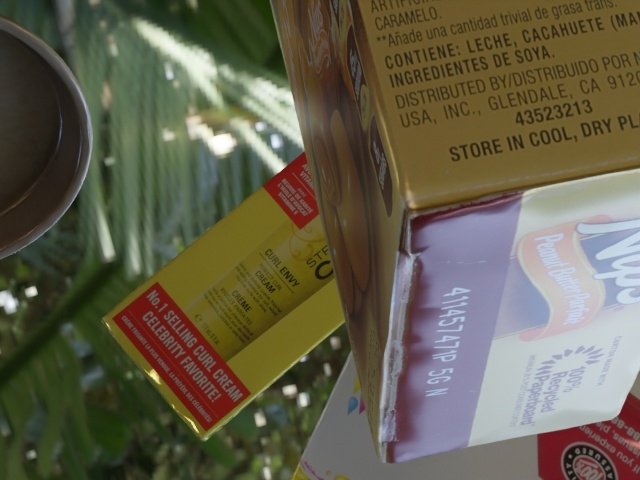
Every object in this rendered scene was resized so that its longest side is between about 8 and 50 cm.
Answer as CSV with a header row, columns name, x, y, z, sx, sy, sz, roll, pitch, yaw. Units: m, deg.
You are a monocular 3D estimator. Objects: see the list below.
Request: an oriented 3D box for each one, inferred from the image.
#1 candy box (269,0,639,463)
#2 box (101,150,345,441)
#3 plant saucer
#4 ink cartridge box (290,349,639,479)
name,x,y,z,sx,sy,sz,roll,pitch,yaw
candy box,0.026,-0.111,0.499,0.087,0.183,0.316,-11,-116,-6
box,0.000,0.000,0.837,0.232,0.087,0.058,-39,177,-8
plant saucer,-0.325,-0.085,1.289,0.278,0.278,0.041,-13,-138,-4
ink cartridge box,0.105,0.170,0.980,0.226,0.306,0.131,37,-153,27
